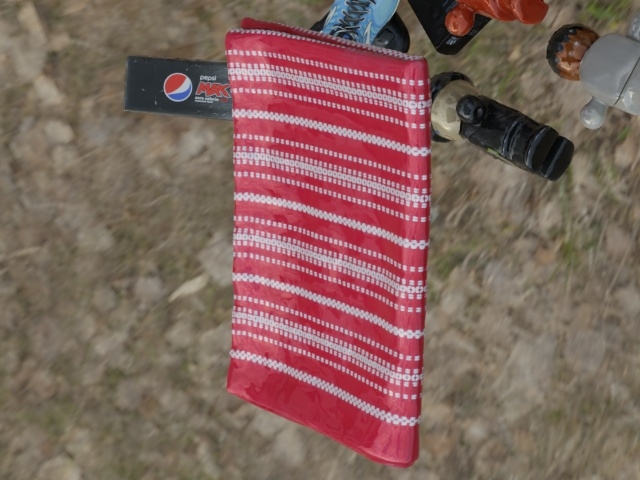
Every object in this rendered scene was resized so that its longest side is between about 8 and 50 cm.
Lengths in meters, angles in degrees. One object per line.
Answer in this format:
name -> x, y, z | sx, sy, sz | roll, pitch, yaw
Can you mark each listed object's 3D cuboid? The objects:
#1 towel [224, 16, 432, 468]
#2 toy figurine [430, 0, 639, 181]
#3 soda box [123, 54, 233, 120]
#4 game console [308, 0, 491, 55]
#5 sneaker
towel -> 0.000, 0.000, 1.172 | 0.199, 0.031, 0.275 | 20, 115, 48
toy figurine -> 0.176, -0.173, 1.382 | 0.148, 0.209, 0.213 | 30, 139, 47
soda box -> -0.112, -0.153, 1.775 | 0.169, 0.053, 0.060 | 5, 96, -1
game console -> 0.059, -0.253, 1.923 | 0.361, 0.044, 0.213 | -43, 58, 30
sneaker -> 0.033, -0.209, 1.744 | 0.063, 0.073, 0.162 | 22, 116, -3
